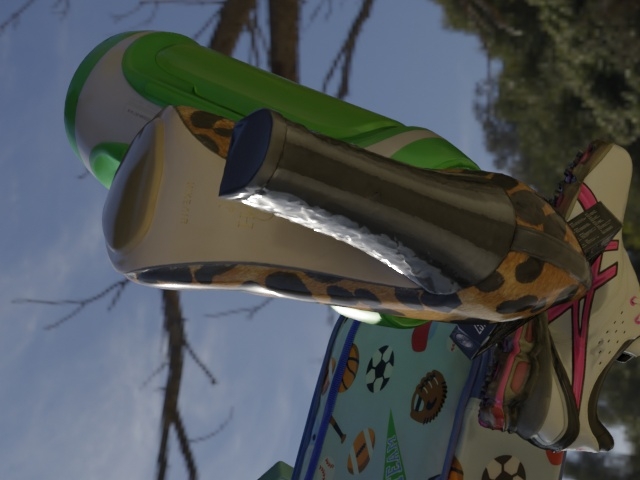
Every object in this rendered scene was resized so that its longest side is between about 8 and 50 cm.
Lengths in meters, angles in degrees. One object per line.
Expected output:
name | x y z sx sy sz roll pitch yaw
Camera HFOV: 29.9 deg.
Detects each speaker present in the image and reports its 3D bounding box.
speaker | -0.038 -0.049 0.785 0.131 0.296 0.131 -27 -50 -38

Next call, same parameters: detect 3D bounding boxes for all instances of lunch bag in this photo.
lunch bag | 0.056 0.194 0.881 0.115 0.243 0.303 20 -95 -28

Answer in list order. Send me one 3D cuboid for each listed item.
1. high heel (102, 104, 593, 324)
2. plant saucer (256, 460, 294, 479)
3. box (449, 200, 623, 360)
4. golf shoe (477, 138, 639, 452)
high heel | 0.000 0.000 0.598 0.186 0.261 0.093 20 -100 -25
plant saucer | -0.084 0.315 1.321 0.067 0.192 0.018 35 -155 -29
box | 0.110 0.021 0.615 0.083 0.018 0.067 -30 -22 -30
golf shoe | 0.156 0.033 0.699 0.067 0.086 0.186 69 -140 -77
